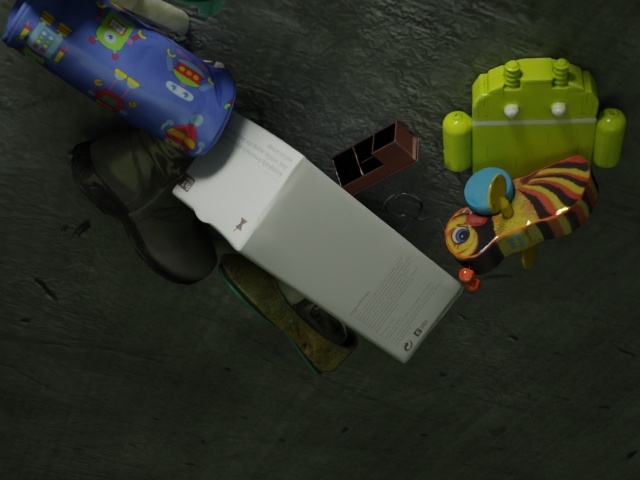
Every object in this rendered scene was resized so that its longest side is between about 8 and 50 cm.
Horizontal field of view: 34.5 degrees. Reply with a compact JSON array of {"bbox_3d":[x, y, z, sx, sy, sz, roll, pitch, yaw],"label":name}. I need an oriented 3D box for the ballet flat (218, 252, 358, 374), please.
[{"bbox_3d":[-0.042,0.108,1.762,0.123,0.123,0.348,-16,137,25],"label":"ballet flat"}]

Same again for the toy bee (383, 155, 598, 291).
[{"bbox_3d":[0.247,-0.007,1.450,0.195,0.162,0.298,28,140,-35],"label":"toy bee"}]

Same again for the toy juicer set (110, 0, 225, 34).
[{"bbox_3d":[-0.155,-0.321,1.172,0.209,0.089,0.329,-4,155,-41],"label":"toy juicer set"}]

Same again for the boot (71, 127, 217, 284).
[{"bbox_3d":[-0.193,-0.063,1.555,0.223,0.118,0.338,-20,141,19],"label":"boot"}]

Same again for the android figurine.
[{"bbox_3d":[0.294,-0.150,1.426,0.248,0.056,0.273,1,144,7],"label":"android figurine"}]

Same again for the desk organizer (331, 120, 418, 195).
[{"bbox_3d":[0.076,-0.118,1.498,0.130,0.047,0.050,-27,129,34],"label":"desk organizer"}]

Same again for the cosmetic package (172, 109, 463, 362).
[{"bbox_3d":[0.000,0.000,1.469,0.156,0.217,0.385,-52,132,-1],"label":"cosmetic package"}]

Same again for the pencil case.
[{"bbox_3d":[-0.246,-0.231,1.320,0.306,0.133,0.119,31,161,-21],"label":"pencil case"}]
